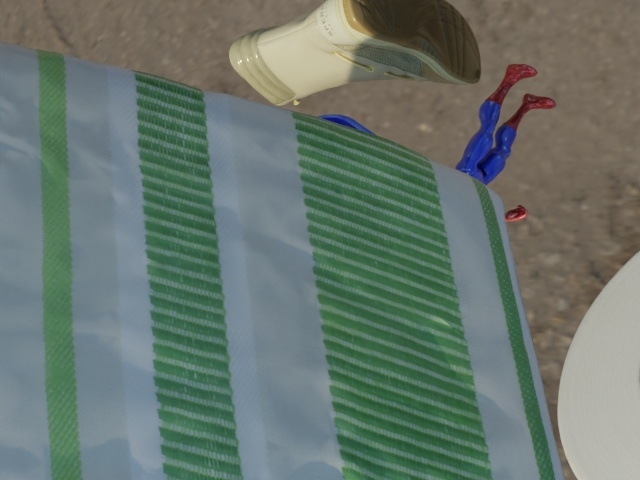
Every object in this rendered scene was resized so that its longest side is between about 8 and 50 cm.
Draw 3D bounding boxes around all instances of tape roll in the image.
[{"bbox_3d":[0.404,0.118,1.478,0.392,0.392,0.072,-52,126,-11],"label":"tape roll"}]

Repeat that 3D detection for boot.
[{"bbox_3d":[0.045,-0.212,1.860,0.262,0.203,0.095,9,68,-50],"label":"boot"}]

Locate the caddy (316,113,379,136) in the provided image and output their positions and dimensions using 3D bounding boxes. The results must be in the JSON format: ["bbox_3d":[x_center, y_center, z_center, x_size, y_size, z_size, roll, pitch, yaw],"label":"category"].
[{"bbox_3d":[0.000,0.000,1.674,0.241,0.341,0.179,-49,122,-1],"label":"caddy"}]

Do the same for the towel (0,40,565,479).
[{"bbox_3d":[-0.042,0.033,0.714,0.325,0.038,0.248,11,52,-25],"label":"towel"}]

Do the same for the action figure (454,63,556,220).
[{"bbox_3d":[0.210,-0.080,1.911,0.280,0.139,0.091,-53,128,-18],"label":"action figure"}]
